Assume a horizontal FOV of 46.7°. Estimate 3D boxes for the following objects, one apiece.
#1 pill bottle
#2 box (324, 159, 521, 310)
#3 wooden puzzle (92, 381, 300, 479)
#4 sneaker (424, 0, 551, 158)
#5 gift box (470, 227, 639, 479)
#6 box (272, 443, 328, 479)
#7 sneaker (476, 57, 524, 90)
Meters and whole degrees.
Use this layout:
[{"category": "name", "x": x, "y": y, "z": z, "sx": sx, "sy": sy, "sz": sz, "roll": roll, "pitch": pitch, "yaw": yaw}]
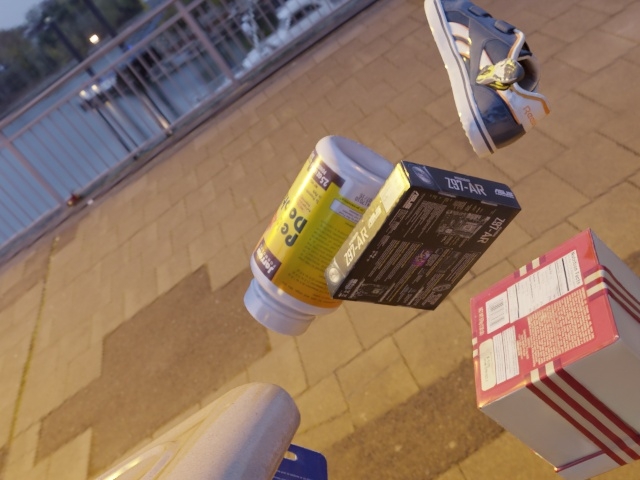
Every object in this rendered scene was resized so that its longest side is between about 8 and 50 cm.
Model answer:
[{"category": "pill bottle", "x": 0.000, "y": 0.000, "z": 0.821, "sx": 0.215, "sy": 0.117, "sz": 0.117, "roll": -58, "pitch": 17, "yaw": 21}, {"category": "box", "x": 0.050, "y": 0.001, "z": 0.374, "sx": 0.083, "sy": 0.067, "sz": 0.018, "roll": -58, "pitch": 35, "yaw": 38}, {"category": "wooden puzzle", "x": -0.180, "y": 0.226, "z": 0.380, "sx": 0.348, "sy": 0.080, "sz": 0.322, "roll": -30, "pitch": 4, "yaw": 16}, {"category": "sneaker", "x": 0.251, "y": -0.270, "z": 1.109, "sx": 0.128, "sy": 0.126, "sz": 0.321, "roll": -25, "pitch": 54, "yaw": 20}, {"category": "gift box", "x": 0.372, "y": 0.178, "z": 1.076, "sx": 0.276, "sy": 0.258, "sz": 0.255, "roll": -35, "pitch": 27, "yaw": 36}, {"category": "box", "x": -0.051, "y": 0.315, "z": 0.782, "sx": 0.036, "sy": 0.137, "sz": 0.225, "roll": -49, "pitch": 28, "yaw": 35}, {"category": "sneaker", "x": 0.228, "y": -0.202, "z": 0.913, "sx": 0.031, "sy": 0.035, "sz": 0.083, "roll": -66, "pitch": 23, "yaw": 1}]
